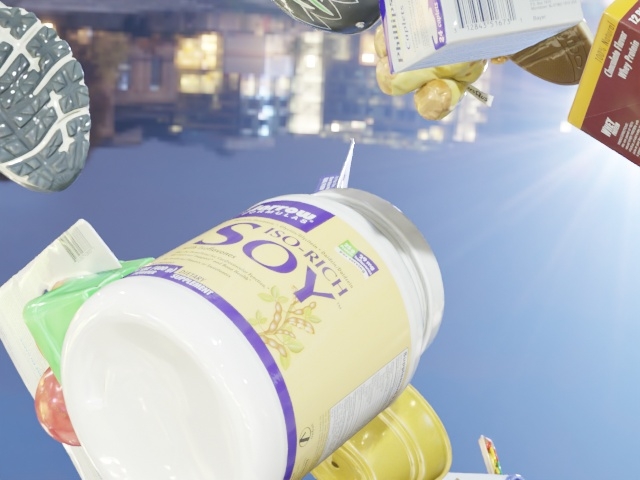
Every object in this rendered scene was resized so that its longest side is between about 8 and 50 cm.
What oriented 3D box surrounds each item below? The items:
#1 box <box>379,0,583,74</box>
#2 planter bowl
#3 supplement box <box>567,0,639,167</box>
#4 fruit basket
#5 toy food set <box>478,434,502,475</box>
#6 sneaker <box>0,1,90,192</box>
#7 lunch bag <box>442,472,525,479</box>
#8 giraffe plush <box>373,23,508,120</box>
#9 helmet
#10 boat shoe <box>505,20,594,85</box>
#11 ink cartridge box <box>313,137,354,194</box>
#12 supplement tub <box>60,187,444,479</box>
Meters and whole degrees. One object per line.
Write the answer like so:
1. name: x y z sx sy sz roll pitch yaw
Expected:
1. box: 0.131 -0.195 1.072 0.126 0.072 0.137 -11 180 -17
2. planter bowl: 0.038 0.236 1.480 0.217 0.217 0.090 11 -137 37
3. supplement box: 0.411 -0.181 1.437 0.194 0.191 0.129 35 -119 19
4. fruit basket: -0.264 0.164 1.544 0.165 0.327 0.353 -29 178 -34
5. toy food set: 0.253 0.327 1.869 0.020 0.083 0.083 -17 150 4
6. sneaker: -0.288 -0.150 1.080 0.110 0.283 0.122 -33 167 -20
7. lunch bag: 0.218 0.526 1.779 0.327 0.385 0.239 -7 -143 54
8. giraffe plush: 0.199 -0.277 1.767 0.210 0.181 0.170 15 148 -23
9. helmet: 0.010 -0.286 1.215 0.169 0.169 0.161 8 -140 28
10. boat shoe: 0.233 -0.308 1.523 0.302 0.098 0.109 38 139 -21
11. ink cartridge box: 0.000 0.000 1.644 0.045 0.224 0.223 9 -158 5
12. supplement tub: -0.051 0.097 1.194 0.241 0.241 0.331 10 -154 33
